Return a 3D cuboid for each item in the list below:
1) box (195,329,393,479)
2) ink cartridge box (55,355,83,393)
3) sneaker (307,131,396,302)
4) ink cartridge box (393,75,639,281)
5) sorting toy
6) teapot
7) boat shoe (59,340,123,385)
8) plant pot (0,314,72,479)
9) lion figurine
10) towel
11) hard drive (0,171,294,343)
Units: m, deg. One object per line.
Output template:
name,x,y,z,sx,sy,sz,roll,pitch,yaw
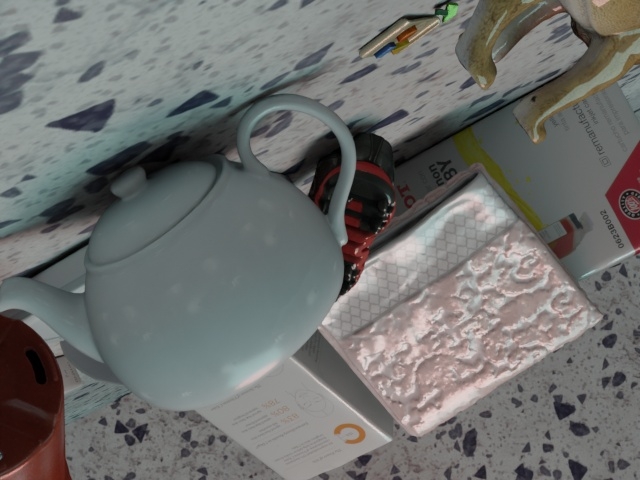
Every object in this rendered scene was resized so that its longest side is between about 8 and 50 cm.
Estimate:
box,-0.069,0.202,1.688,0.215,0.345,0.168,-31,-149,29
ink cartridge box,-0.569,0.289,1.710,0.296,0.066,0.261,-29,174,16
sneaker,0.022,-0.026,1.289,0.276,0.097,0.135,118,-11,-49
ink cartridge box,0.312,-0.053,1.603,0.384,0.279,0.160,-28,172,11
sorting toy,0.079,-0.180,0.916,0.083,0.012,0.062,-32,171,36
teapot,-0.111,0.009,0.943,0.252,0.187,0.256,-9,-146,45
boat shoe,-0.220,0.151,1.433,0.267,0.096,0.088,7,175,18
plant pot,-0.367,0.216,1.058,0.272,0.272,0.265,-22,150,-33
lion figurine,0.190,-0.198,0.709,0.240,0.142,0.392,-37,167,15
towel,0.178,0.094,1.490,0.332,0.317,0.053,-35,-155,15
hard drive,-0.208,0.024,1.199,0.353,0.047,0.233,-29,173,14
